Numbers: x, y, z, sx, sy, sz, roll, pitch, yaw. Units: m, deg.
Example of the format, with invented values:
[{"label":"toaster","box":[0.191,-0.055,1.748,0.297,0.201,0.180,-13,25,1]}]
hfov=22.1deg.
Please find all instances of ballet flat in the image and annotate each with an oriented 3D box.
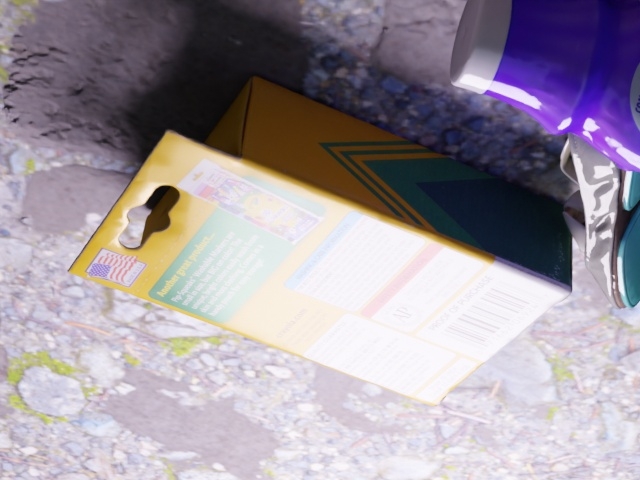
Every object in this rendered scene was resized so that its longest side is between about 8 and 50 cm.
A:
[{"label":"ballet flat","box":[0.206,-0.033,1.178,0.068,0.072,0.213,24,149,25]}]

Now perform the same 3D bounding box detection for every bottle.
[{"label":"bottle","box":[0.225,-0.097,1.034,0.283,0.092,0.118,14,99,-7]}]

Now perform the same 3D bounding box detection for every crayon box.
[{"label":"crayon box","box":[0.000,0.000,1.230,0.323,0.083,0.203,21,141,-19]}]
